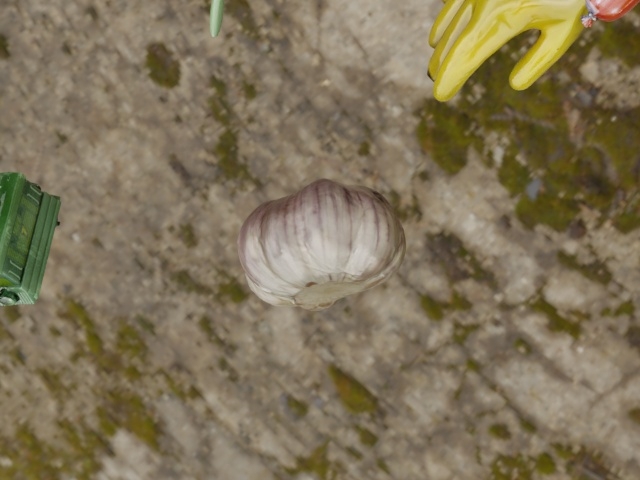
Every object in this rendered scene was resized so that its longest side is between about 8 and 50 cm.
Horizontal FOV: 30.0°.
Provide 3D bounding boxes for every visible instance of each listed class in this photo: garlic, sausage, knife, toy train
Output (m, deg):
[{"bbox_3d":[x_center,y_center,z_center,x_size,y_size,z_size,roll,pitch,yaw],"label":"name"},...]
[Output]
[{"bbox_3d":[0.000,0.000,1.037,0.159,0.147,0.102,129,133,-64],"label":"garlic"},{"bbox_3d":[0.270,-0.229,0.990,0.050,0.048,0.145,20,129,-30],"label":"sausage"},{"bbox_3d":[-0.140,-0.402,1.727,0.020,0.043,0.293,12,145,-3],"label":"knife"},{"bbox_3d":[-0.215,-0.002,0.832,0.038,0.093,0.056,-5,151,25],"label":"toy train"}]

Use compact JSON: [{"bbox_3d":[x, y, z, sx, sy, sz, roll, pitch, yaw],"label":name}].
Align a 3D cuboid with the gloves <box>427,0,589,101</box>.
[{"bbox_3d":[0.195,-0.244,1.155,0.116,0.133,0.294,27,142,-22],"label":"gloves"}]
